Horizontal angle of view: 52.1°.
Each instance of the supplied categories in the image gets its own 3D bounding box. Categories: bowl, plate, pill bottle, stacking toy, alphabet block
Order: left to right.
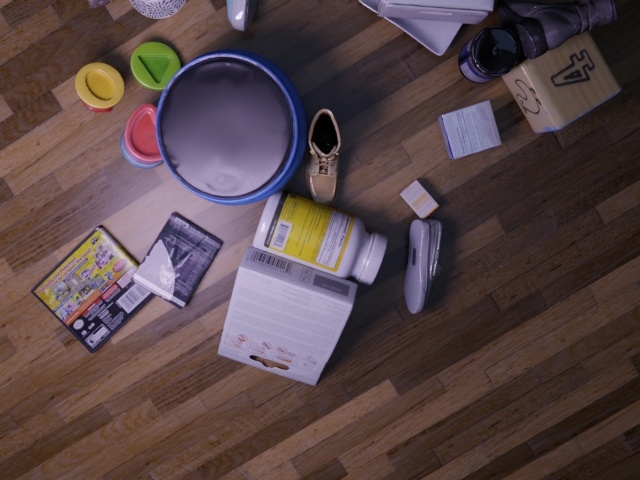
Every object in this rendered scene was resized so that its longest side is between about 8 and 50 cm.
[{"bbox_3d":[-0.475,-0.365,1.776,0.279,0.130,0.309,-41,99,-22],"label":"stacking toy"},{"bbox_3d":[-0.439,-0.680,1.726,0.169,0.080,0.170,0,96,1],"label":"bowl"},{"bbox_3d":[-0.230,-0.279,1.639,0.390,0.077,0.392,2,101,9],"label":"bowl"},{"bbox_3d":[0.000,0.000,1.753,0.333,0.188,0.188,20,96,-3],"label":"pill bottle"},{"bbox_3d":[0.283,-0.680,1.744,0.277,0.045,0.277,33,96,-4],"label":"plate"},{"bbox_3d":[0.423,-0.470,1.681,0.122,0.219,0.123,0,97,0],"label":"pill bottle"},{"bbox_3d":[0.620,-0.414,1.705,0.193,0.192,0.197,-33,95,2],"label":"alphabet block"}]

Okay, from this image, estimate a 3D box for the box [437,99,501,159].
[{"bbox_3d":[0.403,-0.298,1.776,0.137,0.072,0.126,-17,97,1],"label":"box"}]

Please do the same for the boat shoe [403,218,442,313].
[{"bbox_3d":[0.291,0.071,1.815,0.088,0.096,0.268,-1,98,-21],"label":"boat shoe"}]

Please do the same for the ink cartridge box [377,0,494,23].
[{"bbox_3d":[0.294,-0.756,1.632,0.278,0.160,0.385,5,96,0],"label":"ink cartridge box"}]

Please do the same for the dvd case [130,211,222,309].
[{"bbox_3d":[-0.399,0.058,1.826,0.164,0.018,0.221,32,86,-7],"label":"dvd case"}]

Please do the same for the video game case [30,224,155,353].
[{"bbox_3d":[-0.631,0.138,1.846,0.275,0.035,0.248,-42,95,5],"label":"video game case"}]

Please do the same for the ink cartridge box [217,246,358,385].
[{"bbox_3d":[-0.099,0.219,1.787,0.307,0.091,0.385,18,133,-2],"label":"ink cartridge box"}]

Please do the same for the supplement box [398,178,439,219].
[{"bbox_3d":[0.272,-0.113,1.815,0.062,0.036,0.098,-41,95,5],"label":"supplement box"}]

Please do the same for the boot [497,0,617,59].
[{"bbox_3d":[0.579,-0.555,1.618,0.222,0.338,0.118,-22,124,9],"label":"boot"}]

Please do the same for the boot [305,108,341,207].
[{"bbox_3d":[0.010,-0.210,1.719,0.095,0.203,0.262,3,97,-1],"label":"boot"}]

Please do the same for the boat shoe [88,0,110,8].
[{"bbox_3d":[-0.636,-0.767,1.700,0.096,0.116,0.325,-29,102,0],"label":"boat shoe"}]

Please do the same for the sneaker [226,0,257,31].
[{"bbox_3d":[-0.243,-0.727,1.706,0.149,0.135,0.366,0,88,8],"label":"sneaker"}]
